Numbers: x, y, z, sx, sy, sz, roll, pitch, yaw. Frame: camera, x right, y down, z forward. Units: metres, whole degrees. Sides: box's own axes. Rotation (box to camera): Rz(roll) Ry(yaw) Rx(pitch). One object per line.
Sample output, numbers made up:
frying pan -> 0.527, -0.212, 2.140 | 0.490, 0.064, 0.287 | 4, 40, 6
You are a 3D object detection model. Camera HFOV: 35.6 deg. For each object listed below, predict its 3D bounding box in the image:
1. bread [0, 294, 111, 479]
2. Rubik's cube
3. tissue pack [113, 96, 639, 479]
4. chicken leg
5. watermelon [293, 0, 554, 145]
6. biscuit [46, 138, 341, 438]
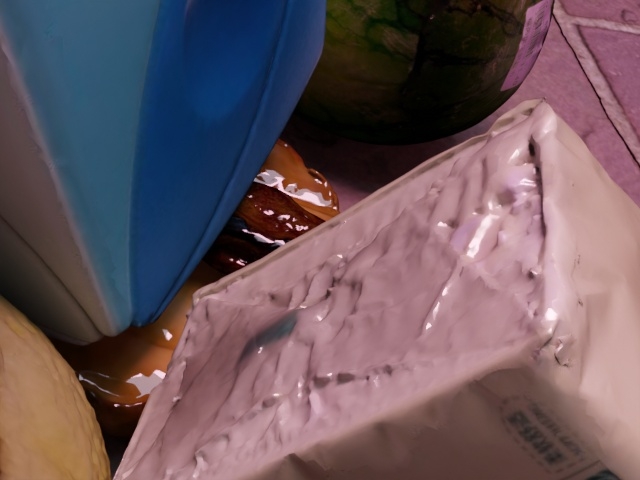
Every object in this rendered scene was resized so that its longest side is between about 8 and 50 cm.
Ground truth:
bread -> -0.265, 0.153, 0.544 | 0.320, 0.237, 0.321 | 2, 49, -2
Rubik's cube -> -0.210, -0.184, 0.647 | 0.347, 0.352, 0.352 | 18, 57, 17
tissue pack -> 0.120, 0.146, 0.575 | 0.380, 0.297, 0.207 | 40, 39, -24
chicken leg -> 0.000, 0.000, 0.778 | 0.253, 0.051, 0.106 | 11, 43, -17
watermelon -> 0.057, -0.266, 0.987 | 0.363, 0.363, 0.363 | 12, 46, -13
biscuit -> -0.115, 0.026, 0.806 | 0.325, 0.107, 0.326 | 10, 45, -11
